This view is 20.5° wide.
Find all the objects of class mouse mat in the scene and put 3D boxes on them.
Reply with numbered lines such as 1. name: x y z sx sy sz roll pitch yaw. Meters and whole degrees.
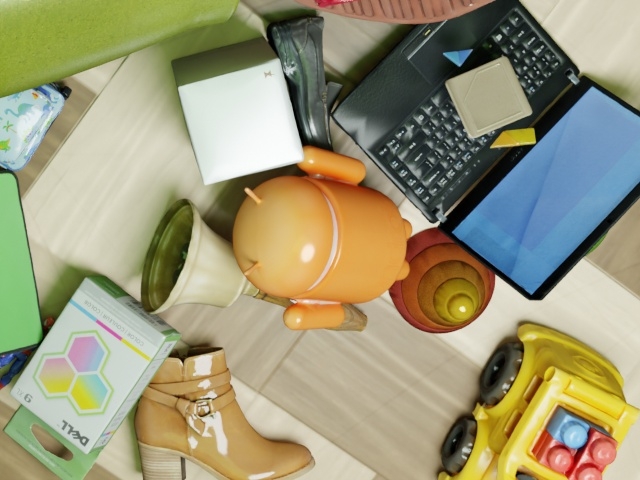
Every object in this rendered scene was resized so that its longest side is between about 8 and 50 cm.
1. mouse mat: -0.349 0.027 1.799 0.007 0.152 0.190 -9 92 37

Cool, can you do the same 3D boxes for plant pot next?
1. plant pot: -0.264 -0.302 1.648 0.353 0.366 0.367 -9 105 -16

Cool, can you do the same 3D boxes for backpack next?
1. backpack: -0.328 -0.138 1.793 0.114 0.084 0.105 34 95 -11

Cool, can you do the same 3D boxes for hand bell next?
1. hand bell: -0.056 0.053 1.877 0.242 0.126 0.126 20 101 -23

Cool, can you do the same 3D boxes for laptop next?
1. laptop: 0.192 -0.115 1.818 0.234 0.136 0.264 -46 107 -6

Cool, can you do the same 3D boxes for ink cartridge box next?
1. ink cartridge box: -0.252 0.152 1.865 0.109 0.062 0.209 36 98 11

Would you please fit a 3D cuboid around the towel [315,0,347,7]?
1. towel: 0.073 -0.359 1.724 0.198 0.031 0.275 -10 67 3

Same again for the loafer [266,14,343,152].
1. loafer: -0.004 -0.152 1.843 0.061 0.062 0.170 -18 107 -7

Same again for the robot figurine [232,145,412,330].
1. robot figurine: 0.000 -0.002 1.813 0.219 0.128 0.158 6 125 -47

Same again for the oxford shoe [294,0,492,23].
1. oxford shoe: 0.142 -0.323 1.802 0.396 0.147 0.140 -6 148 5

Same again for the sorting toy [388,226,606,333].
1. sorting toy: 0.244 -0.009 1.875 0.365 0.126 0.127 -33 105 2

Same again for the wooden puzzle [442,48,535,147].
1. wooden puzzle: 0.172 -0.145 1.812 0.078 0.014 0.116 -15 80 -5

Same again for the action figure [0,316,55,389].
1. action figure: -0.324 0.125 1.888 0.038 0.030 0.115 42 94 -9

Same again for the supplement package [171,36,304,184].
1. supplement package: -0.086 -0.133 1.774 0.105 0.179 0.105 -14 104 -3

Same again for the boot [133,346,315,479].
1. boot: -0.102 0.189 1.909 0.197 0.073 0.152 -2 100 -9

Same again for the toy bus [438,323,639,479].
1. toy bus: 0.242 0.229 1.890 0.149 0.211 0.220 27 101 -14
